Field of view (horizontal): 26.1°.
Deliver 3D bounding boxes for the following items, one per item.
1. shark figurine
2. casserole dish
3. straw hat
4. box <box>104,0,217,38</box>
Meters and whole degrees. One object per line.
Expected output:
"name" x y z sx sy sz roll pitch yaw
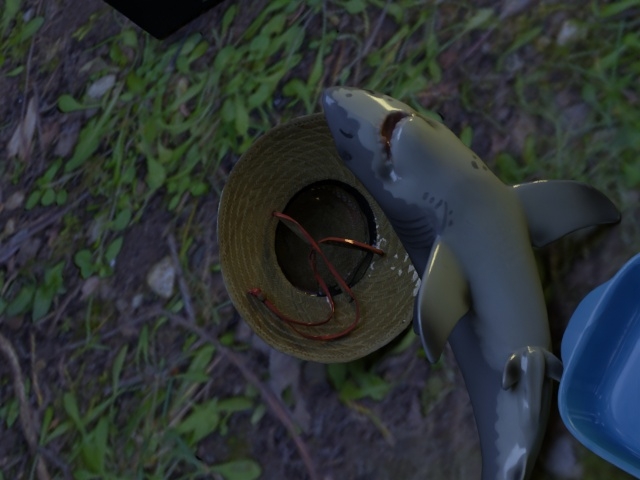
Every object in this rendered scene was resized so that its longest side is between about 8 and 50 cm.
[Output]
"shark figurine" 0.071 0.065 0.730 0.116 0.166 0.278 -19 73 60
"casserole dish" 0.198 0.074 0.644 0.188 0.037 0.114 25 85 43
"straw hat" 0.000 0.000 0.815 0.061 0.144 0.145 156 138 -78
"box" -0.096 -0.260 1.005 0.158 0.093 0.156 -28 54 26
